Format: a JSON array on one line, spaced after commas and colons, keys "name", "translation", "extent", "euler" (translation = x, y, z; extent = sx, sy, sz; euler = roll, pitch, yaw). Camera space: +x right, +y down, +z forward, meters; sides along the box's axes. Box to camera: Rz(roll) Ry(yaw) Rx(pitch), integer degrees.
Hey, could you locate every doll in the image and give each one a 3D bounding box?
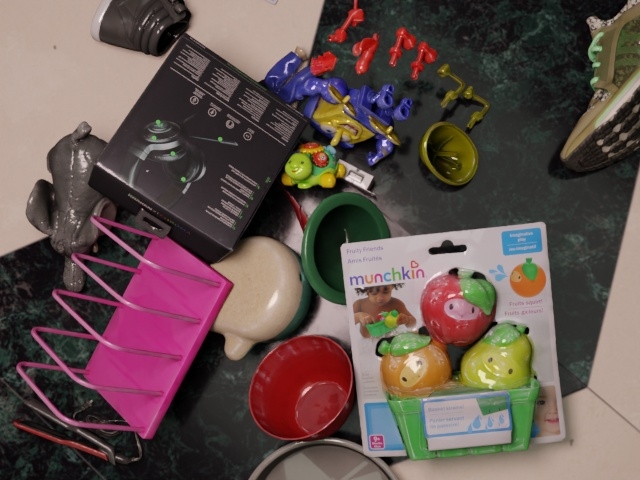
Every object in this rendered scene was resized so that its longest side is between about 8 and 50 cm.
[{"name": "doll", "translation": [-0.082, -0.246, 1.492], "extent": [0.189, 0.046, 0.129], "euler": [-44, 90, 1]}]

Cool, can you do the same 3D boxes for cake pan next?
[{"name": "cake pan", "translation": [0.008, 0.471, 1.412], "extent": [0.293, 0.054, 0.293], "euler": [-1, 84, 6]}]

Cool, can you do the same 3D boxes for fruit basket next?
[{"name": "fruit basket", "translation": [0.210, 0.163, 1.341], "extent": [0.327, 0.165, 0.353], "euler": [-5, 101, 3]}]

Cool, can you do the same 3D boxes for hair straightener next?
[{"name": "hair straightener", "translation": [-0.409, 0.320, 1.473], "extent": [0.230, 0.047, 0.089], "euler": [21, 87, 7]}]

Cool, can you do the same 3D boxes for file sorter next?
[{"name": "file sorter", "translation": [-0.323, 0.133, 1.360], "extent": [0.202, 0.182, 0.291], "euler": [32, 96, 38]}]

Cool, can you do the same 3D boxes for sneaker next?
[{"name": "sneaker", "translation": [0.506, -0.299, 1.416], "extent": [0.182, 0.158, 0.410], "euler": [37, 91, 39]}, {"name": "sneaker", "translation": [-0.276, -0.458, 1.511], "extent": [0.146, 0.104, 0.296], "euler": [27, 91, 4]}]

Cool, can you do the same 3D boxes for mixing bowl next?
[{"name": "mixing bowl", "translation": [-0.016, 0.257, 1.396], "extent": [0.181, 0.098, 0.181], "euler": [-14, 51, 18]}]

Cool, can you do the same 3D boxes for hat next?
[{"name": "hat", "translation": [0.000, 0.000, 1.451], "extent": [0.173, 0.183, 0.209], "euler": [14, 83, -32]}]

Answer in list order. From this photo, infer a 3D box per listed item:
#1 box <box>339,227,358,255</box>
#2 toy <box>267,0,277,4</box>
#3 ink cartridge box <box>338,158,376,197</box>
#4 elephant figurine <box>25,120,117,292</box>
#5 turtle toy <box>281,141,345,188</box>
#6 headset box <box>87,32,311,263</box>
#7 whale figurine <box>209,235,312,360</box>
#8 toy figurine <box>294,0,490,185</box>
[{"name": "box", "translation": [0.077, 0.013, 1.465], "extent": [0.083, 0.018, 0.067], "euler": [29, 88, 8]}, {"name": "toy", "translation": [-0.150, -0.531, 1.477], "extent": [0.237, 0.056, 0.137], "euler": [26, 87, -15]}, {"name": "ink cartridge box", "translation": [0.064, -0.105, 1.463], "extent": [0.083, 0.048, 0.028], "euler": [28, 89, 7]}, {"name": "elephant figurine", "translation": [-0.407, -0.048, 1.437], "extent": [0.169, 0.186, 0.239], "euler": [-2, 69, 40]}, {"name": "turtle toy", "translation": [-0.018, -0.123, 1.397], "extent": [0.095, 0.130, 0.066], "euler": [4, 114, 20]}, {"name": "headset box", "translation": [-0.197, -0.134, 1.358], "extent": [0.246, 0.131, 0.283], "euler": [32, 70, -12]}, {"name": "whale figurine", "translation": [-0.136, 0.100, 1.438], "extent": [0.272, 0.141, 0.216], "euler": [-19, 66, 26]}, {"name": "toy figurine", "translation": [0.084, -0.225, 1.437], "extent": [0.362, 0.217, 0.191], "euler": [28, 69, -35]}]
